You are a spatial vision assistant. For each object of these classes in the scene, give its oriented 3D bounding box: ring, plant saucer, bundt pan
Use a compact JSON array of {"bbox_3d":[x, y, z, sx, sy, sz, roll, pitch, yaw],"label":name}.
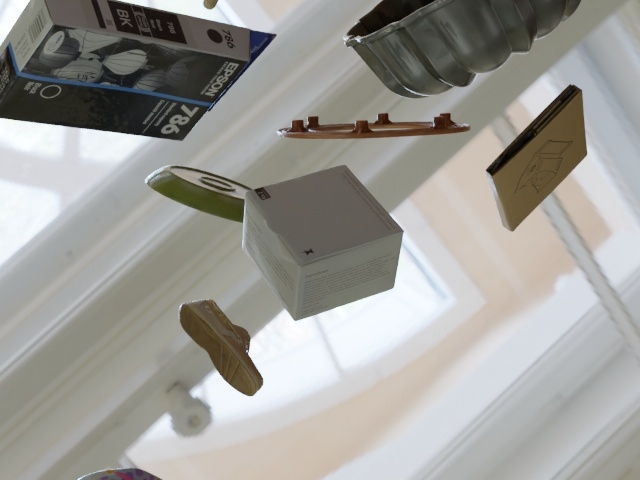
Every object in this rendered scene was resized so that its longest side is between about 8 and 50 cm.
[{"bbox_3d":[0.092,-0.201,1.903,0.336,0.336,0.032,-153,60,-71],"label":"ring"},{"bbox_3d":[-0.187,-0.085,1.928,0.240,0.037,0.241,19,-169,-4],"label":"plant saucer"},{"bbox_3d":[0.197,-0.293,1.403,0.124,0.330,0.331,57,171,-15],"label":"bundt pan"}]

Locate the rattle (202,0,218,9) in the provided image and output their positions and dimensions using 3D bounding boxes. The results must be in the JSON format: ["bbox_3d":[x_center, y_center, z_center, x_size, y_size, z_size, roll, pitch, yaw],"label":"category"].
[{"bbox_3d":[-0.234,-0.550,2.214,0.142,0.130,0.200,13,-146,-5],"label":"rattle"}]

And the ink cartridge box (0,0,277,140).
[{"bbox_3d":[-0.209,-0.196,1.285,0.332,0.165,0.065,1,-123,-43],"label":"ink cartridge box"}]

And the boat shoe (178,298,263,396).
[{"bbox_3d":[-0.124,0.138,1.496,0.170,0.059,0.063,47,139,25],"label":"boat shoe"}]

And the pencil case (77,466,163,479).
[{"bbox_3d":[-0.209,0.374,1.130,0.124,0.113,0.273,115,156,-49],"label":"pencil case"}]

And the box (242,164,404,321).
[{"bbox_3d":[0.000,0.000,1.651,0.181,0.181,0.119,52,148,39],"label":"box"}]

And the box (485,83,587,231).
[{"bbox_3d":[0.299,-0.107,1.499,0.021,0.164,0.201,43,176,25],"label":"box"}]
